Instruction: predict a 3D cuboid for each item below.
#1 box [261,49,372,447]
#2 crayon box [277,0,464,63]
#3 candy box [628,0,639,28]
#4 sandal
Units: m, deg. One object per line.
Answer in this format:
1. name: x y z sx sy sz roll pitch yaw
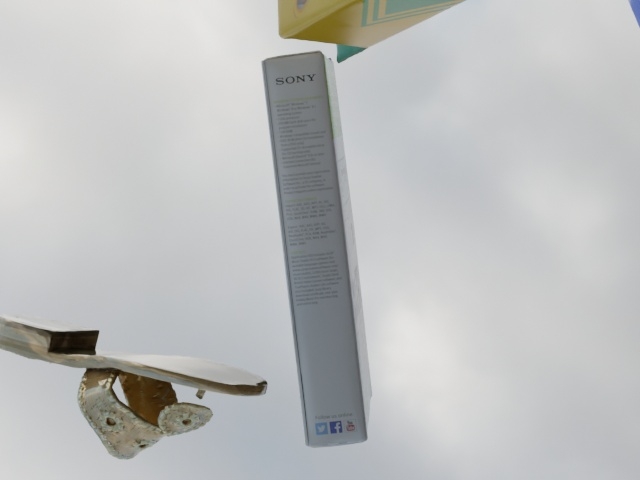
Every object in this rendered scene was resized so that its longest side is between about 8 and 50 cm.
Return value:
1. box: 0.000 0.000 1.514 0.232 0.059 0.322 -56 -40 -85
2. crayon box: 0.050 -0.257 1.201 0.083 0.323 0.203 3 -100 -26
3. candy box: 0.419 -0.134 1.254 0.317 0.122 0.268 -17 -104 -12
4. sandal: -0.140 0.114 1.237 0.240 0.079 0.088 12 -176 33
